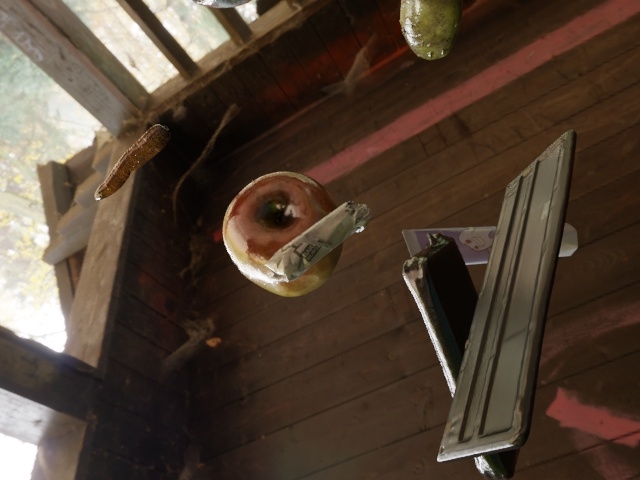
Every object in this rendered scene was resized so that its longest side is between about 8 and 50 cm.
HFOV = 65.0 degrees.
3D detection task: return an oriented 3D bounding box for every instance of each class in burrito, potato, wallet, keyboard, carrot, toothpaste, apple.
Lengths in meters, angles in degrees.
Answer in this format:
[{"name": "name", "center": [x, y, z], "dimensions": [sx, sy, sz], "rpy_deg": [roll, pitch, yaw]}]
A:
[{"name": "burrito", "center": [0.000, 0.000, 0.836], "dimensions": [0.203, 0.064, 0.064], "rpy_deg": [-35, -141, -17]}, {"name": "potato", "center": [0.268, -0.544, 1.217], "dimensions": [0.150, 0.251, 0.113], "rpy_deg": [-10, -120, 16]}, {"name": "wallet", "center": [0.155, 0.113, 0.542], "dimensions": [0.044, 0.250, 0.149], "rpy_deg": [-21, -179, 28]}, {"name": "keyboard", "center": [0.161, -0.014, 0.408], "dimensions": [0.103, 0.041, 0.381], "rpy_deg": [122, -11, -57]}, {"name": "carrot", "center": [-0.300, -0.122, 0.793], "dimensions": [0.165, 0.035, 0.035], "rpy_deg": [-42, -139, 3]}, {"name": "toothpaste", "center": [0.375, 0.011, 1.115], "dimensions": [0.372, 0.079, 0.125], "rpy_deg": [-4, -138, -4]}, {"name": "apple", "center": [-0.090, -0.015, 1.414], "dimensions": [0.339, 0.305, 0.338], "rpy_deg": [-3, -111, 8]}]

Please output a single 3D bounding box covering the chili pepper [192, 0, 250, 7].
[{"name": "chili pepper", "center": [-0.156, -0.386, 0.773], "dimensions": [0.153, 0.050, 0.041], "rpy_deg": [8, -107, 2]}]
